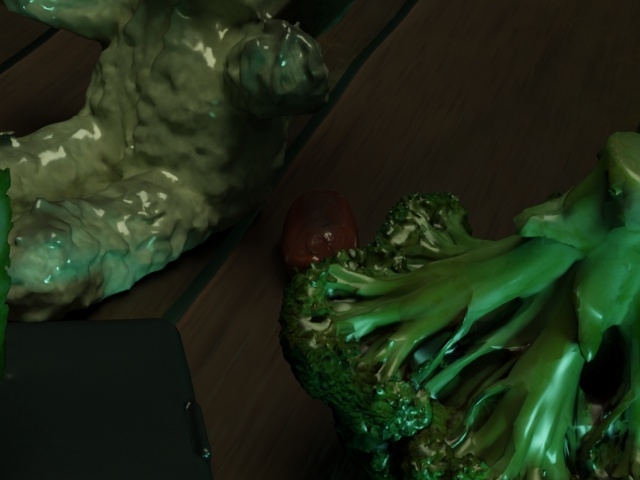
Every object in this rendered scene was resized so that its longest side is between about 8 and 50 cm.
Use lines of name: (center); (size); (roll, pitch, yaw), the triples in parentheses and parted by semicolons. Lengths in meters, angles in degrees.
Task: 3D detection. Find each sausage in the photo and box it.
sausage: (0.000, 0.000, 1.025); (0.059, 0.054, 0.094); (7, 32, -4)

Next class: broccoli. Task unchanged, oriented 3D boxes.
broccoli: (0.117, 0.048, 0.783); (0.269, 0.269, 0.254); (-5, 48, -20)

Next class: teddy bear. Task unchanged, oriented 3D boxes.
teddy bear: (-0.122, -0.183, 1.000); (0.375, 0.362, 0.327); (-21, 42, -41)

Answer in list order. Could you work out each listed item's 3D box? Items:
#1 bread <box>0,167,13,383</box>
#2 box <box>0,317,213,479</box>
bread: (-0.303, 0.054, 0.572); (0.129, 0.366, 0.382); (28, -1, 25)
box: (-0.145, 0.129, 0.793); (0.160, 0.050, 0.230); (-1, 33, -14)
